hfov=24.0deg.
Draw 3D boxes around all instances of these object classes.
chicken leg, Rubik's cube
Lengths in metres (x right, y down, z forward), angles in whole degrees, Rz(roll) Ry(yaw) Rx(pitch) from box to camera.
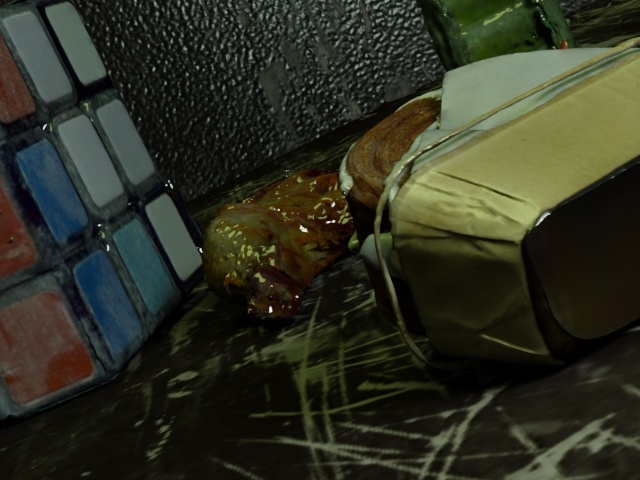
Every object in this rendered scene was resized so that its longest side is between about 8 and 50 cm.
[{"bbox_3d":[-0.012,0.001,1.311,0.177,0.083,0.322,-1,19,37],"label":"chicken leg"},{"bbox_3d":[-0.364,-0.004,1.459,0.359,0.362,0.363,-21,10,17],"label":"Rubik's cube"}]

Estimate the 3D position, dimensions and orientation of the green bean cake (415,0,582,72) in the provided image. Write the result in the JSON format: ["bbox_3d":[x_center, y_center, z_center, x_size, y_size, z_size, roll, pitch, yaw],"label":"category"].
[{"bbox_3d":[0.165,-0.188,1.354,0.132,0.241,0.255,-23,8,11],"label":"green bean cake"}]

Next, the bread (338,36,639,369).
[{"bbox_3d":[0.117,-0.019,0.815,0.224,0.142,0.212,-29,22,-23],"label":"bread"}]
